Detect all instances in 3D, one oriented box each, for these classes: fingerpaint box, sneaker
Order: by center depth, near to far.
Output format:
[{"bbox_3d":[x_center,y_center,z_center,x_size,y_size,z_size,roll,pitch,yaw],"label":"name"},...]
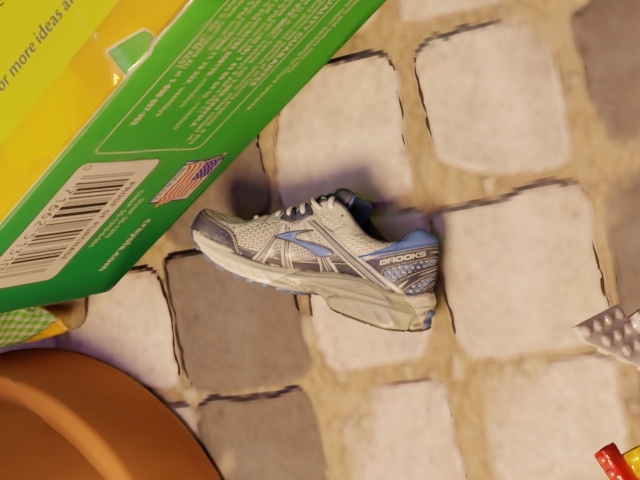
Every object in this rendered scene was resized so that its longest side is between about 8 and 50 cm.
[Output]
[{"bbox_3d":[-0.115,-0.242,0.627,0.445,0.163,0.371,-45,74,26],"label":"fingerpaint box"},{"bbox_3d":[0.000,0.000,0.660,0.135,0.052,0.058,18,95,21],"label":"sneaker"}]

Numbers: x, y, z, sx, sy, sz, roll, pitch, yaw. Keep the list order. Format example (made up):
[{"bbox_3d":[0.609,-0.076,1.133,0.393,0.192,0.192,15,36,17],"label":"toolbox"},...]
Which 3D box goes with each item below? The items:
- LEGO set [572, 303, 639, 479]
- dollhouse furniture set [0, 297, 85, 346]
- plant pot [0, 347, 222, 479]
[{"bbox_3d":[0.185,0.126,0.517,0.244,0.060,0.183,19,122,41],"label":"LEGO set"},{"bbox_3d":[-0.305,0.054,0.762,0.301,0.197,0.151,19,104,29],"label":"dollhouse furniture set"},{"bbox_3d":[-0.205,0.216,0.718,0.290,0.203,0.291,4,97,31],"label":"plant pot"}]
